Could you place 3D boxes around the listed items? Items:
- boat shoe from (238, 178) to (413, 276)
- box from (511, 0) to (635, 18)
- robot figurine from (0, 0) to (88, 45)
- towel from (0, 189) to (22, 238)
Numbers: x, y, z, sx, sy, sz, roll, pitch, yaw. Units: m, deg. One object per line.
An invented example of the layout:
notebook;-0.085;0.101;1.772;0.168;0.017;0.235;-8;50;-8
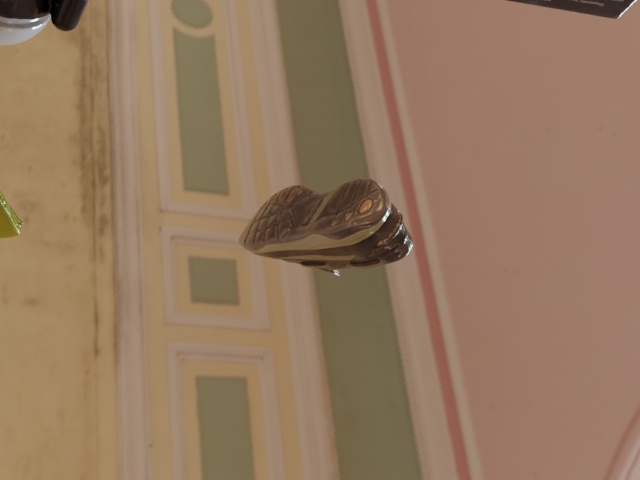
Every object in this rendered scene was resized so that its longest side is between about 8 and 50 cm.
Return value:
boat shoe;0.000;0.000;1.357;0.130;0.355;0.132;47;-113;-24
box;0.408;-0.538;1.327;0.294;0.395;0.211;7;-108;-12
robot figurine;-0.403;-0.385;1.151;0.174;0.278;0.209;0;-131;-39
towel;-0.307;-0.090;0.640;0.102;0.237;0.021;-5;-138;12
